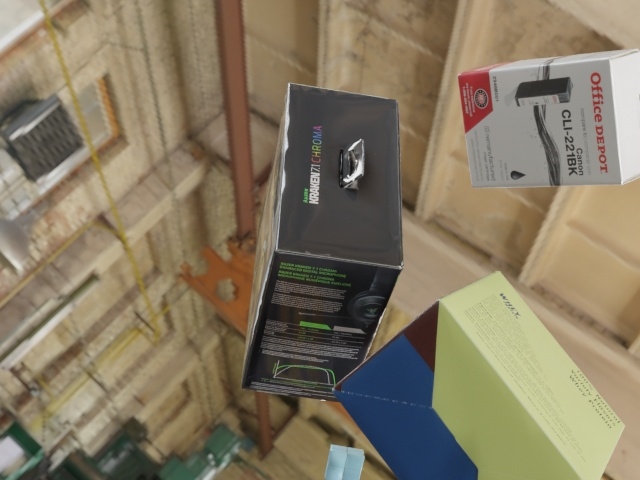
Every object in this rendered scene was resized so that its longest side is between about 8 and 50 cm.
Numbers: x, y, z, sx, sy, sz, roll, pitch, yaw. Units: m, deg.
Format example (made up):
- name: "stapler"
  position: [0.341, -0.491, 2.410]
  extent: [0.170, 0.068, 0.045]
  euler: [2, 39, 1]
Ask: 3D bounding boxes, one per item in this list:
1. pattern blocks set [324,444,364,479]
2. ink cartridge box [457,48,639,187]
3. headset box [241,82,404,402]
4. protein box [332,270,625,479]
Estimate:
- name: "pattern blocks set"
  position: [0.060, 0.436, 1.345]
  extent: [0.285, 0.325, 0.026]
  euler: [20, 17, -7]
- name: "ink cartridge box"
  position: [0.373, -0.191, 1.573]
  extent: [0.272, 0.114, 0.197]
  euler: [1, -74, 41]
- name: "headset box"
  position: [0.000, 0.000, 1.097]
  extent: [0.131, 0.246, 0.283]
  euler: [8, -41, -6]
- name: "protein box"
  position: [0.152, 0.156, 0.908]
  extent: [0.200, 0.136, 0.201]
  euler: [52, 23, 11]
